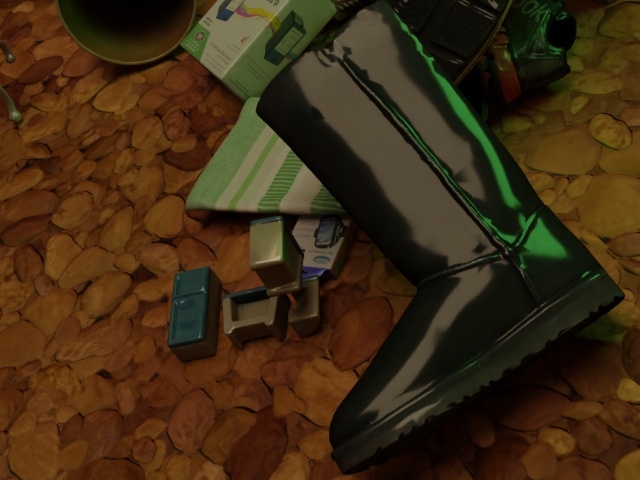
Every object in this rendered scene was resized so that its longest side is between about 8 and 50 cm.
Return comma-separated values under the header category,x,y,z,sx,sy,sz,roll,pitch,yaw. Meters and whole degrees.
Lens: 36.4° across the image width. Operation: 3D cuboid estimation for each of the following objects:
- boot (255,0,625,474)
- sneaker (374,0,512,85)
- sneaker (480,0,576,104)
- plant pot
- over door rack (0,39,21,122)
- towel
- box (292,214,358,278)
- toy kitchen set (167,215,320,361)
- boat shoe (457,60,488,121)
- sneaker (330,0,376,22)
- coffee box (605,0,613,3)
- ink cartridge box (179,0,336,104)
category,x,y,z,sx,sy,sz,roll,pitch,yaw
boot,0.060,-0.016,1.094,0.367,0.146,0.445,-31,73,-12
sneaker,0.243,-0.357,1.278,0.169,0.257,0.447,37,109,27
sneaker,0.291,-0.314,1.384,0.135,0.097,0.276,-12,51,16
plant pot,-0.338,-0.473,1.744,0.237,0.237,0.254,-21,32,7
over door rack,-0.663,-0.183,1.722,0.239,0.108,0.324,-9,64,18
towel,-0.006,-0.129,1.386,0.325,0.038,0.248,3,47,27
box,0.000,0.000,1.304,0.081,0.028,0.136,6,57,29
toy kitchen set,-0.115,0.043,1.224,0.207,0.166,0.122,-13,49,15
boat shoe,0.198,-0.232,1.354,0.079,0.084,0.233,-48,29,50
sneaker,0.045,-0.388,1.595,0.188,0.066,0.071,-4,68,29
coffee box,0.489,-0.471,1.394,0.246,0.141,0.098,-28,47,2
ink cartridge box,-0.100,-0.342,1.558,0.212,0.093,0.154,-47,47,2
